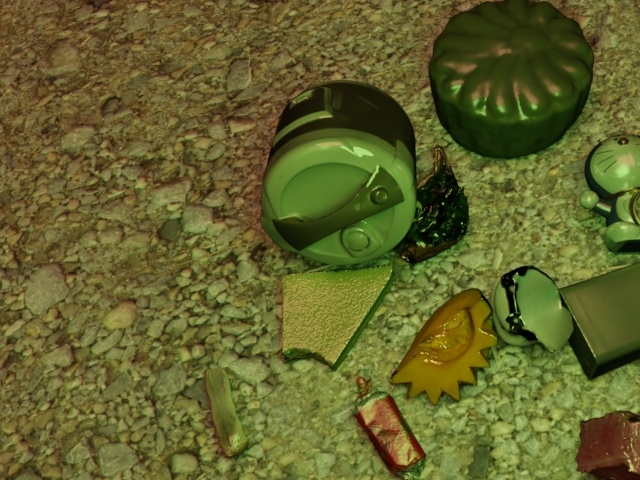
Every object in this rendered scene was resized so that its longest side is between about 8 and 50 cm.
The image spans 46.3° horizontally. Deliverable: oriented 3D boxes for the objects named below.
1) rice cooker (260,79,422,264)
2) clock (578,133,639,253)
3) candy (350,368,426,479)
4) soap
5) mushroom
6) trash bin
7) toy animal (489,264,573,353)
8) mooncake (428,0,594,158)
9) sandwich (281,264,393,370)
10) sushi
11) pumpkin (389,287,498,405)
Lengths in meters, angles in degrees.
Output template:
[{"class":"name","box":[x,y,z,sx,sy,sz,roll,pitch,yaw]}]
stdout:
[{"class":"rice cooker","box":[0.037,-0.135,1.545,0.335,0.335,0.325,-5,39,11]},{"class":"clock","box":[0.624,-0.100,1.523,0.199,0.146,0.244,-5,68,6]},{"class":"candy","box":[0.135,0.378,1.463,0.086,0.059,0.292,-31,63,-3]},{"class":"soap","box":[0.609,0.380,1.278,0.289,0.182,0.112,21,66,-13]},{"class":"mushroom","box":[-0.200,0.357,1.566,0.059,0.054,0.202,-22,56,-4]},{"class":"trash bin","box":[0.593,0.140,1.431,0.240,0.122,0.164,-20,62,1]},{"class":"toy animal","box":[0.391,0.140,1.446,0.138,0.179,0.166,1,78,-5]},{"class":"mooncake","box":[0.422,-0.371,1.675,0.356,0.194,0.357,-6,65,12]},{"class":"sandwich","box":[0.039,0.168,1.590,0.244,0.063,0.212,-6,67,12]},{"class":"sushi","box":[0.251,-0.060,1.596,0.149,0.140,0.287,20,72,28]},{"class":"pumpkin","box":[0.268,0.213,1.498,0.130,0.149,0.254,42,106,-4]}]
